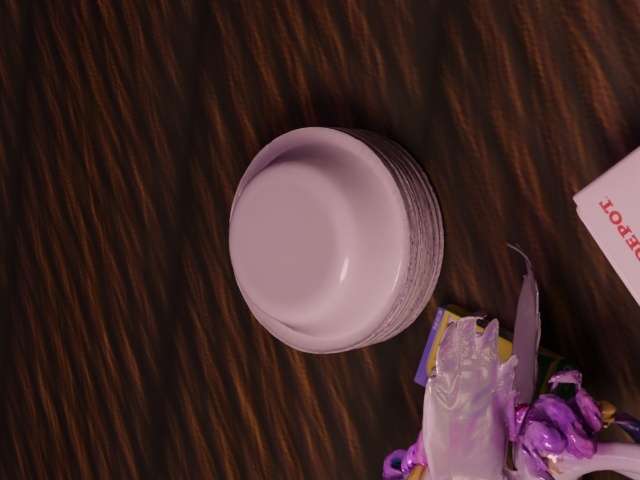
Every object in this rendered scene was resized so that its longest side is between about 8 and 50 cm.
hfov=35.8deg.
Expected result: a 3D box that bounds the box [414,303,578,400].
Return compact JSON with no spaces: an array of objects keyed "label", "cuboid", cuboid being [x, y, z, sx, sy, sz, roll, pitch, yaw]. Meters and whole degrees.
[{"label":"box","cuboid":[0.205,0.157,1.159,0.179,0.043,0.105,25,106,31]}]

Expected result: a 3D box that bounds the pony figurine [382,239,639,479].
[{"label":"pony figurine","cuboid":[0.220,0.214,0.976,0.364,0.303,0.350,17,111,25]}]

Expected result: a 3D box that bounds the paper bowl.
[{"label":"paper bowl","cuboid":[0.000,0.000,1.239,0.284,0.148,0.284,3,94,36]}]

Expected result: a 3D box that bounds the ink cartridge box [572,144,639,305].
[{"label":"ink cartridge box","cuboid":[0.414,-0.040,0.942,0.273,0.115,0.198,-41,69,31]}]
